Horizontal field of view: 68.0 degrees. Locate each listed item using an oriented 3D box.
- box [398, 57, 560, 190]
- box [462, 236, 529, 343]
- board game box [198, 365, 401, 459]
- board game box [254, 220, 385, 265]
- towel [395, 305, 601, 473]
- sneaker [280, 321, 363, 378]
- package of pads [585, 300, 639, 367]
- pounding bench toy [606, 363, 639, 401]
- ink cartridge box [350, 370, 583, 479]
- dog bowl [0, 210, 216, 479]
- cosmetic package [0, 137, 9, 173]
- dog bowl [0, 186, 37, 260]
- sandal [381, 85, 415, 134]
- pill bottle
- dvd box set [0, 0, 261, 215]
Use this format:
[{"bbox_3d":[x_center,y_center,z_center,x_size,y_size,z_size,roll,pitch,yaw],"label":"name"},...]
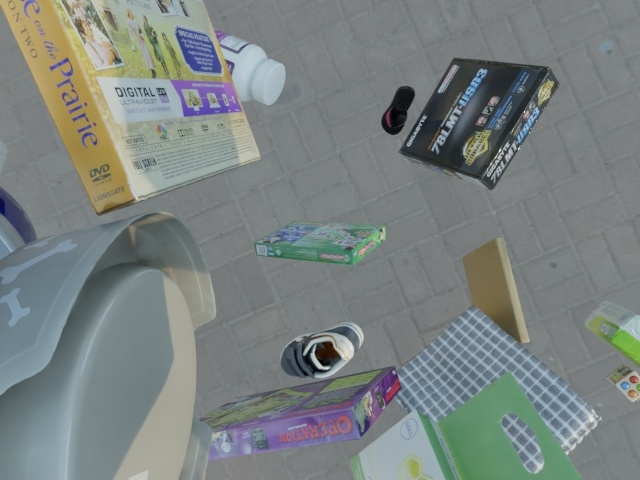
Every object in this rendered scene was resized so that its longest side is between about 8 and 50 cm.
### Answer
[{"bbox_3d":[0.377,-0.301,1.182,0.073,0.293,0.296,28,95,-41],"label":"box"},{"bbox_3d":[0.346,0.110,0.954,0.021,0.164,0.201,-6,75,-8],"label":"box"},{"bbox_3d":[-0.059,0.285,0.777,0.346,0.208,0.056,-19,80,25],"label":"board game box"},{"bbox_3d":[0.000,0.000,1.366,0.317,0.213,0.046,5,111,31],"label":"board game box"},{"bbox_3d":[0.278,0.274,0.818,0.235,0.121,0.283,-45,52,-1],"label":"towel"},{"bbox_3d":[-0.025,0.342,1.408,0.321,0.127,0.126,-35,92,34],"label":"sneaker"},{"bbox_3d":[0.813,0.278,1.144,0.296,0.229,0.101,40,100,9],"label":"package of pads"},{"bbox_3d":[0.708,0.335,1.073,0.052,0.065,0.083,-42,83,11],"label":"pounding bench toy"},{"bbox_3d":[0.149,0.268,0.539,0.056,0.171,0.235,36,108,-26],"label":"ink cartridge box"},{"bbox_3d":[-0.189,0.148,0.422,0.102,0.349,0.349,0,90,5],"label":"dog bowl"},{"bbox_3d":[-0.313,-0.082,0.258,0.138,0.225,0.224,-23,128,-10],"label":"cosmetic package"},{"bbox_3d":[-0.481,0.035,0.552,0.264,0.104,0.265,-10,119,-19],"label":"dog bowl"},{"bbox_3d":[0.205,-0.337,1.270,0.067,0.179,0.040,5,65,-5],"label":"sandal"},{"bbox_3d":[-0.263,-0.514,1.408,0.301,0.169,0.169,27,91,12],"label":"pill bottle"},{"bbox_3d":[-0.218,-0.263,0.533,0.062,0.307,0.420,-16,103,19],"label":"dvd box set"}]
